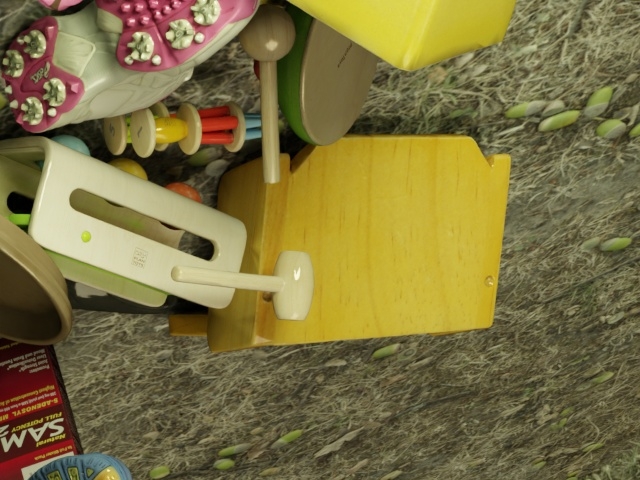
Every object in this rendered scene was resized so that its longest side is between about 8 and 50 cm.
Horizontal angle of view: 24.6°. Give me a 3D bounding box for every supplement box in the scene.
[{"bbox_3d":[-0.366,0.209,1.757,0.130,0.239,0.073,-19,151,-6],"label":"supplement box"}]

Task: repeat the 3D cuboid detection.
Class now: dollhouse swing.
[{"bbox_3d":[0.000,0.000,1.849,0.347,0.305,0.315,-3,104,-31],"label":"dollhouse swing"}]

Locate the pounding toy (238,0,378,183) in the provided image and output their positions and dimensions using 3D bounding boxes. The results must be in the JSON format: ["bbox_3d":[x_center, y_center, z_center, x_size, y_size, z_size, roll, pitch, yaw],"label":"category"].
[{"bbox_3d":[-0.035,-0.183,1.447,0.237,0.110,0.182,-42,141,-53],"label":"pounding toy"}]

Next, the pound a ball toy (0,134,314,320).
[{"bbox_3d":[-0.174,-0.016,1.545,0.208,0.135,0.319,-1,163,45],"label":"pound a ball toy"}]

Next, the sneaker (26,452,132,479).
[{"bbox_3d":[-0.277,0.322,1.681,0.131,0.112,0.296,-15,154,-47],"label":"sneaker"}]

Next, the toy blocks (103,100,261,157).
[{"bbox_3d":[-0.133,-0.117,1.512,0.148,0.054,0.123,-6,-172,-30],"label":"toy blocks"}]

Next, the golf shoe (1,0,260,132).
[{"bbox_3d":[-0.156,-0.187,1.348,0.306,0.115,0.140,-18,171,37],"label":"golf shoe"}]

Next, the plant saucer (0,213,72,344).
[{"bbox_3d":[-0.367,0.013,1.477,0.278,0.041,0.278,21,153,11],"label":"plant saucer"}]

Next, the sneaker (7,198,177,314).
[{"bbox_3d":[-0.290,0.033,1.678,0.286,0.109,0.130,20,140,-41],"label":"sneaker"}]

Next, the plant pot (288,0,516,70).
[{"bbox_3d":[0.068,-0.286,1.225,0.212,0.212,0.187,-27,147,-57],"label":"plant pot"}]

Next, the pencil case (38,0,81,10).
[{"bbox_3d":[-0.170,-0.280,1.228,0.209,0.095,0.098,-32,124,13],"label":"pencil case"}]
